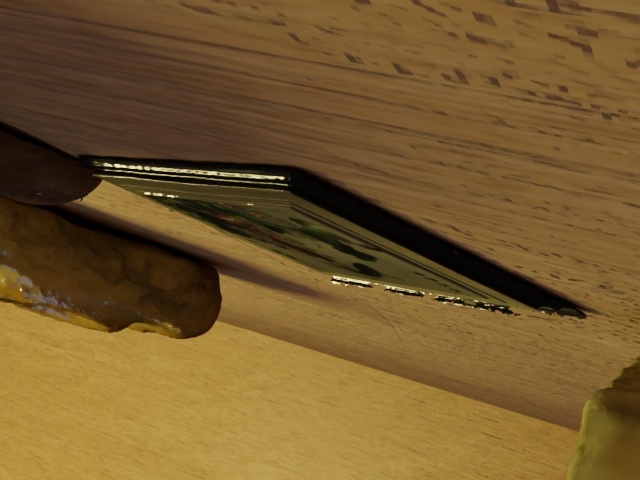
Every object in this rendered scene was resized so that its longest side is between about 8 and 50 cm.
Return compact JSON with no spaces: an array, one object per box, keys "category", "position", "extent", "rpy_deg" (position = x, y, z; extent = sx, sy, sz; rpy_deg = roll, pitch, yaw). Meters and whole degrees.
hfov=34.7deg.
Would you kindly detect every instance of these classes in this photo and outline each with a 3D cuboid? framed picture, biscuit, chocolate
[{"category":"framed picture","position":[0.000,0.000,0.508],"extent":[0.195,0.010,0.199],"rpy_deg":[24,170,-38]},{"category":"biscuit","position":[-0.229,0.023,0.897],"extent":[0.274,0.091,0.213],"rpy_deg":[18,171,-19]},{"category":"chocolate","position":[-0.167,-0.040,0.532],"extent":[0.064,0.031,0.101],"rpy_deg":[17,175,40]}]

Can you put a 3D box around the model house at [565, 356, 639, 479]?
[{"category":"model house","position":[0.228,0.138,0.485],"extent":[0.193,0.174,0.234],"rpy_deg":[13,161,34]}]
